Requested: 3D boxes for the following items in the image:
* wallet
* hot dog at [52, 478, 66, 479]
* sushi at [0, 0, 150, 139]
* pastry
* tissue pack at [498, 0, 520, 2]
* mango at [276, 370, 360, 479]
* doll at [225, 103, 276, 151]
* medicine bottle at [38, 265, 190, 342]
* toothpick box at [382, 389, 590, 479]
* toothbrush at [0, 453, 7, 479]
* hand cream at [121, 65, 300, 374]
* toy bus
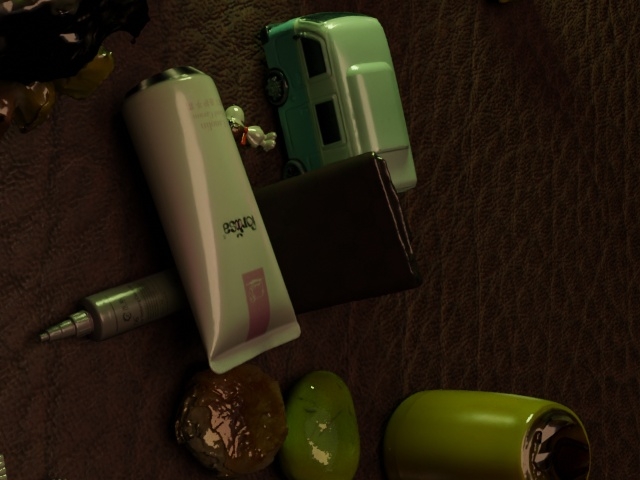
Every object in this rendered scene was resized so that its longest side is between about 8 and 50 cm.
[{"bbox_3d":[0.000,0.000,1.365,0.049,0.229,0.182,-37,110,-68],"label":"wallet"},{"bbox_3d":[-0.297,0.364,1.178,0.099,0.053,0.192,-3,88,-36],"label":"hot dog"},{"bbox_3d":[-0.335,-0.283,1.104,0.328,0.285,0.328,42,60,9],"label":"sushi"},{"bbox_3d":[-0.109,0.220,1.323,0.153,0.081,0.153,5,80,-32],"label":"pastry"},{"bbox_3d":[0.309,-0.474,1.717,0.178,0.123,0.127,49,54,-22],"label":"tissue pack"},{"bbox_3d":[-0.007,0.254,1.397,0.117,0.089,0.163,2,70,-33],"label":"mango"},{"bbox_3d":[-0.101,-0.142,1.413,0.085,0.040,0.058,42,50,-24],"label":"doll"},{"bbox_3d":[-0.242,0.083,1.258,0.199,0.057,0.058,-19,95,-37],"label":"medicine bottle"},{"bbox_3d":[0.229,0.290,1.447,0.175,0.271,0.175,6,79,-36],"label":"toothpick box"},{"bbox_3d":[-0.389,0.109,1.163,0.030,0.025,0.342,-12,91,-44],"label":"toothbrush"},{"bbox_3d":[-0.132,-0.029,1.296,0.185,0.118,0.359,-20,89,-58],"label":"hand cream"},{"bbox_3d":[0.029,-0.178,1.434,0.133,0.164,0.272,-14,92,-38],"label":"toy bus"}]
